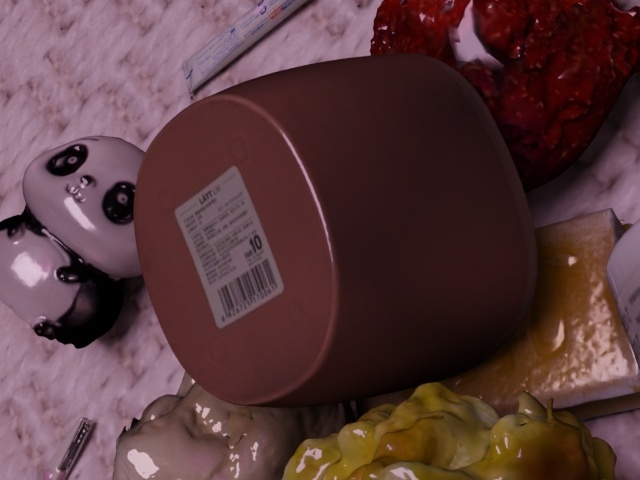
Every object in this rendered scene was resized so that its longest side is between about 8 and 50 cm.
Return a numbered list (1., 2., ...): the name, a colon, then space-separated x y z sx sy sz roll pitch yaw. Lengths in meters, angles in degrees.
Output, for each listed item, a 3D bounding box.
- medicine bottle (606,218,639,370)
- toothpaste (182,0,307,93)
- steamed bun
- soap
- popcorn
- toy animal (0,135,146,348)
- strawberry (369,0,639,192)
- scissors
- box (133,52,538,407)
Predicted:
1. medicine bottle: 0.353 0.082 0.824 0.238 0.238 0.231 -28 60 23
2. toothpaste: -0.085 -0.254 1.358 0.218 0.033 0.052 -33 55 24
3. steamed bun: -0.065 0.247 1.057 0.207 0.268 0.280 23 112 15
4. soap: 0.162 0.088 1.043 0.274 0.089 0.173 -19 65 29
5. popcorn: 0.119 0.259 0.887 0.312 0.312 0.312 -11 68 30
6. toy animal: -0.272 -0.010 1.313 0.187 0.165 0.235 39 98 14
7. strawberry: 0.158 -0.176 1.054 0.274 0.220 0.274 -8 74 30
8. scissors: -0.316 0.282 1.334 0.085 0.022 0.176 36 98 37
9. box: 0.000 0.000 0.938 0.301 0.216 0.300 11 106 42
